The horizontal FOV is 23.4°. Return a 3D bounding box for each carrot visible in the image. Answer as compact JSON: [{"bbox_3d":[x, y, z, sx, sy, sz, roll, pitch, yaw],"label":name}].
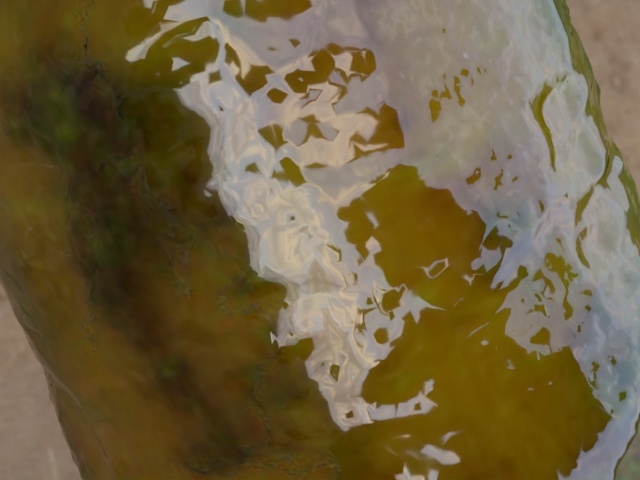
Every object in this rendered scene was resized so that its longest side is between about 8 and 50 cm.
[{"bbox_3d":[0.000,0.000,0.588,0.241,0.241,0.340,-43,118,-50],"label":"carrot"}]
